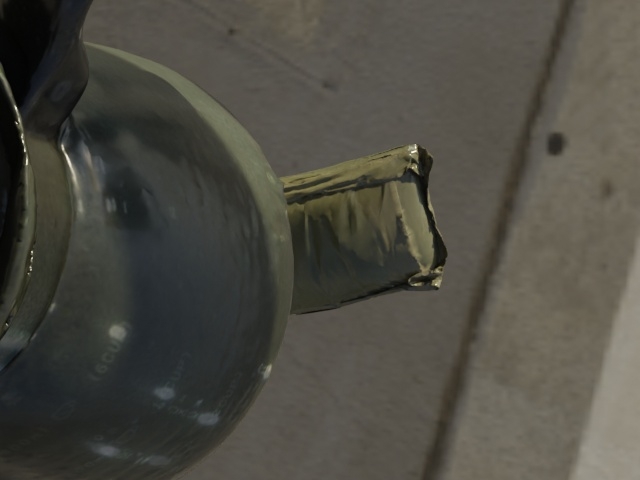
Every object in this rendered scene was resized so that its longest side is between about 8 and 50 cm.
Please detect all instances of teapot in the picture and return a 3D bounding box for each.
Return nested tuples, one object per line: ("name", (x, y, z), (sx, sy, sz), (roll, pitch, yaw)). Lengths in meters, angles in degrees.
("teapot", (-0.121, -0.009, 0.715), (0.285, 0.305, 0.223), (19, 52, -69))

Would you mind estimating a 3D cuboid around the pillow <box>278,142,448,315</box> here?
("pillow", (0.000, 0.000, 1.367), (0.053, 0.208, 0.119), (-67, 143, -75))
